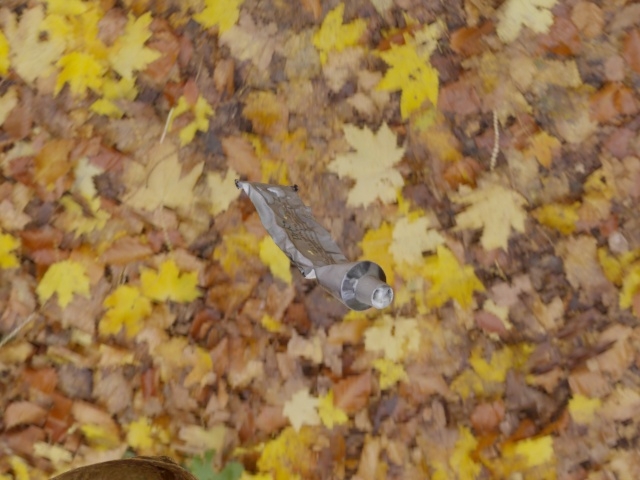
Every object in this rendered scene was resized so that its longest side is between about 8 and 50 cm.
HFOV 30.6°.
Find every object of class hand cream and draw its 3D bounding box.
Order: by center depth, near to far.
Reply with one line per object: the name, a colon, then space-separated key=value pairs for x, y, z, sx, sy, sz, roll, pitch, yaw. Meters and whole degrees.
hand cream: x=-0.001 y=0.003 z=1.193 sx=0.084 sy=0.257 sz=0.050 roll=2 pitch=116 yaw=-35

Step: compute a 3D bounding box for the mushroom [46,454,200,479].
mushroom: x=-0.196 y=0.283 z=1.071 sx=0.253 sy=0.253 sz=0.153 roll=-16 pitch=65 yaw=6
